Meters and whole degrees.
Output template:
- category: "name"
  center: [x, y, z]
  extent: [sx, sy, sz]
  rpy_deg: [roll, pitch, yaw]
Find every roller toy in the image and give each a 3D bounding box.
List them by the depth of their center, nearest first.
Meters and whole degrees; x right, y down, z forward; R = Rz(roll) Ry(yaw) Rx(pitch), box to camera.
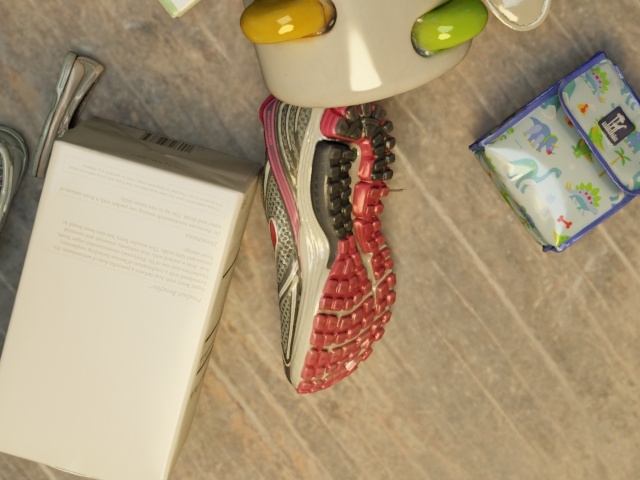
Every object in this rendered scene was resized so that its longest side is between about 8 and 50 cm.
- category: "roller toy"
  center: [0.027, -0.213, 1.711]
  extent: [0.209, 0.191, 0.146]
  rpy_deg: [-16, 110, -4]

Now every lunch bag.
- category: "lunch bag"
  center: [0.234, -0.080, 1.780]
  extent: [0.151, 0.096, 0.129]
  rpy_deg: [-35, 93, -4]

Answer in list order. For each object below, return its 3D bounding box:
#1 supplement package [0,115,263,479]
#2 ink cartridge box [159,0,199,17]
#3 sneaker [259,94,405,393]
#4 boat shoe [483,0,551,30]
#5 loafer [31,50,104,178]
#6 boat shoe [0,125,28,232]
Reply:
- category: "supplement package"
  center: [-0.181, 0.056, 1.796]
  extent: [0.177, 0.175, 0.293]
  rpy_deg: [16, 101, 1]
- category: "ink cartridge box"
  center: [-0.094, -0.340, 1.778]
  extent: [0.235, 0.056, 0.171]
  rpy_deg: [-37, 96, 7]
- category: "sneaker"
  center: [0.000, 0.000, 1.814]
  extent: [0.112, 0.121, 0.299]
  rpy_deg: [20, 116, 37]
- category: "boat shoe"
  center: [0.147, -0.282, 1.733]
  extent: [0.075, 0.065, 0.206]
  rpy_deg: [-26, 91, 0]
- category: "loafer"
  center: [-0.239, -0.114, 1.840]
  extent: [0.039, 0.045, 0.125]
  rpy_deg: [17, 99, -5]
- category: "boat shoe"
  center: [-0.346, -0.002, 1.849]
  extent: [0.079, 0.081, 0.228]
  rpy_deg: [24, 101, 0]
